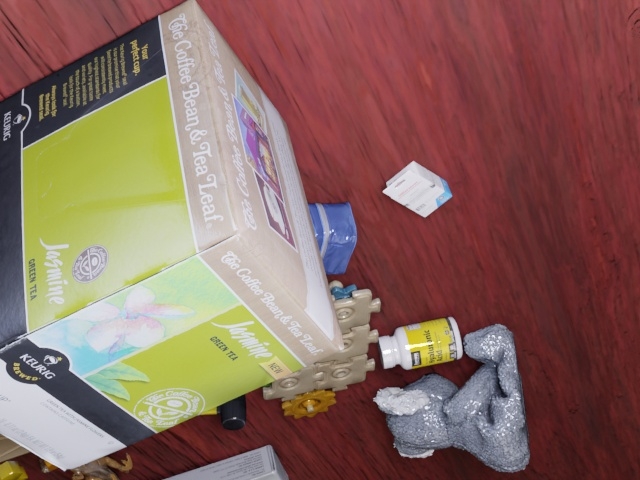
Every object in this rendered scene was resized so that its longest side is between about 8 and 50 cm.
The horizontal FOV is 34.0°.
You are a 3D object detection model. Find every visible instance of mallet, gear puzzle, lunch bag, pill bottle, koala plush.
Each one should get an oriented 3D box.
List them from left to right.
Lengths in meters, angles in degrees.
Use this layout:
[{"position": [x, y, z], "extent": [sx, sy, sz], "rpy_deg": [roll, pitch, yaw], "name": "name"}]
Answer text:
[{"position": [-0.204, 0.250, 1.574], "extent": [0.189, 0.062, 0.039], "rpy_deg": [1, 139, 5], "name": "mallet"}, {"position": [-0.008, 0.167, 1.531], "extent": [0.175, 0.044, 0.339], "rpy_deg": [-10, 143, -8], "name": "gear puzzle"}, {"position": [0.000, 0.000, 1.311], "extent": [0.065, 0.067, 0.098], "rpy_deg": [0, 139, -16], "name": "lunch bag"}, {"position": [0.145, 0.154, 1.536], "extent": [0.116, 0.065, 0.065], "rpy_deg": [-12, 140, -3], "name": "pill bottle"}, {"position": [0.201, 0.264, 1.605], "extent": [0.221, 0.203, 0.196], "rpy_deg": [-8, 141, 11], "name": "koala plush"}]

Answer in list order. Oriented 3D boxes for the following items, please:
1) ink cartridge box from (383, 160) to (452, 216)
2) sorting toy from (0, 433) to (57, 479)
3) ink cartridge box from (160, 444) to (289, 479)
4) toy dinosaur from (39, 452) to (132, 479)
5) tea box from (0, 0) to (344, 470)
[{"position": [0.117, -0.067, 1.299], "extent": [0.048, 0.028, 0.083], "rpy_deg": [-39, 135, 26], "name": "ink cartridge box"}, {"position": [-0.364, 0.232, 1.295], "extent": [0.229, 0.041, 0.307], "rpy_deg": [-20, 158, -34], "name": "sorting toy"}, {"position": [-0.181, 0.468, 1.805], "extent": [0.275, 0.060, 0.239], "rpy_deg": [-18, 139, 2], "name": "ink cartridge box"}, {"position": [-0.347, 0.362, 1.651], "extent": [0.112, 0.064, 0.211], "rpy_deg": [1, 156, 34], "name": "toy dinosaur"}, {"position": [-0.189, -0.005, 1.043], "extent": [0.323, 0.329, 0.220], "rpy_deg": [-25, 139, 13], "name": "tea box"}]
